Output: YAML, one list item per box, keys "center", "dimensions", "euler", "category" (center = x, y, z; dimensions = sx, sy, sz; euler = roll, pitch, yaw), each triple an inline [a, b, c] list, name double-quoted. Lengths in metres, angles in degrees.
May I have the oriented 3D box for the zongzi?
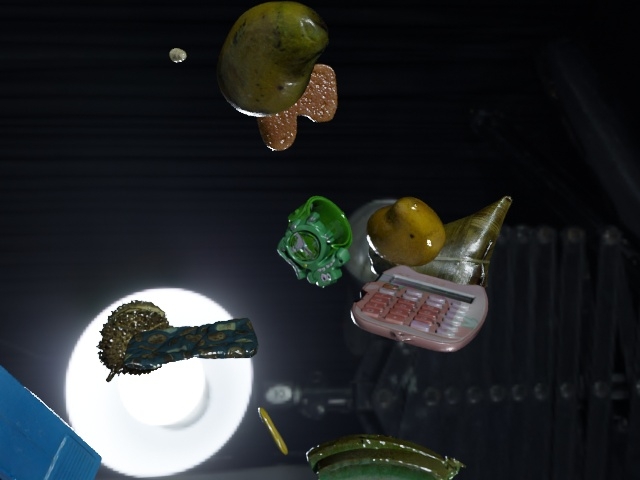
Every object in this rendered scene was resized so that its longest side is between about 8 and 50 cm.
- center: [0.280, -0.009, 1.996]
  dimensions: [0.134, 0.285, 0.288]
  euler: [27, 85, -76]
  category: "zongzi"

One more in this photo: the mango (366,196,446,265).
- center: [0.168, -0.012, 1.716]
  dimensions: [0.109, 0.157, 0.262]
  euler: [-58, 175, -10]
  category: "mango"

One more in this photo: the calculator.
- center: [0.173, 0.120, 1.482]
  dimensions: [0.329, 0.220, 0.048]
  euler: [-32, 136, -67]
  category: "calculator"

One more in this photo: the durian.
- center: [-0.401, 0.225, 1.845]
  dimensions: [0.196, 0.167, 0.196]
  euler: [-47, -165, 16]
  category: "durian"

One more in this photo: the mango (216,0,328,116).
- center: [-0.102, -0.351, 1.648]
  dimensions: [0.329, 0.176, 0.176]
  euler: [138, -40, -69]
  category: "mango"

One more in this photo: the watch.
- center: [0.000, 0.000, 1.793]
  dimensions: [0.131, 0.165, 0.152]
  euler: [-39, -175, 33]
  category: "watch"

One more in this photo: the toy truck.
- center: [-0.515, 0.305, 1.355]
  dimensions: [0.385, 0.162, 0.161]
  euler: [61, 37, -42]
  category: "toy truck"

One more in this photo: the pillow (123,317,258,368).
- center: [-0.251, 0.201, 1.677]
  dimensions: [0.189, 0.255, 0.034]
  euler: [-125, -150, -76]
  category: "pillow"

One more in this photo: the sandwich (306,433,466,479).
- center: [0.106, 0.468, 1.608]
  dimensions: [0.109, 0.292, 0.212]
  euler: [-50, 161, -84]
  category: "sandwich"

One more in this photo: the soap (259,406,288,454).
- center: [-0.079, 0.316, 1.424]
  dimensions: [0.089, 0.012, 0.034]
  euler: [58, -1, 14]
  category: "soap"

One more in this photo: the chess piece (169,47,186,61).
- center: [-0.350, -0.460, 2.132]
  dimensions: [0.092, 0.035, 0.035]
  euler: [-148, -123, -66]
  category: "chess piece"

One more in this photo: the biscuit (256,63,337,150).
- center: [-0.053, -0.305, 1.969]
  dimensions: [0.036, 0.192, 0.186]
  euler: [-81, 164, -87]
  category: "biscuit"
